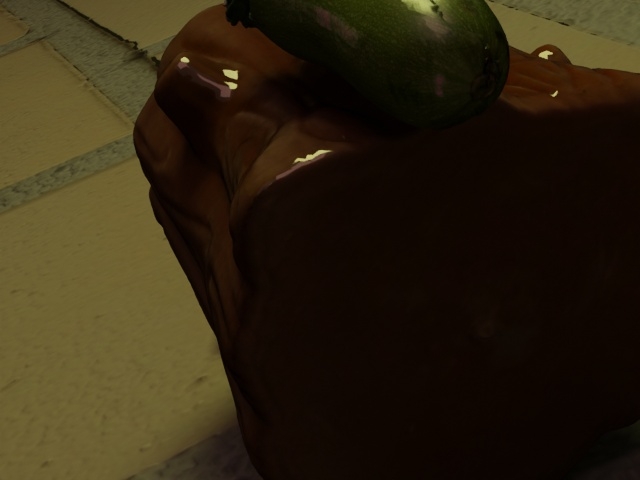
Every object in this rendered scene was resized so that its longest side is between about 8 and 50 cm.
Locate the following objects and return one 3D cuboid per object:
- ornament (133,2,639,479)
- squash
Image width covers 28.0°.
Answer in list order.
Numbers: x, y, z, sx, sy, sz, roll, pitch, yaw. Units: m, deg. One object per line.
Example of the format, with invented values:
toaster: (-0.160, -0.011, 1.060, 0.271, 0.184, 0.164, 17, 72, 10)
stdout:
ornament: (0.020, -0.013, 0.580, 0.235, 0.221, 0.217, -61, 32, 14)
squash: (0.013, -0.081, 0.468, 0.052, 0.052, 0.183, -24, 27, -14)
